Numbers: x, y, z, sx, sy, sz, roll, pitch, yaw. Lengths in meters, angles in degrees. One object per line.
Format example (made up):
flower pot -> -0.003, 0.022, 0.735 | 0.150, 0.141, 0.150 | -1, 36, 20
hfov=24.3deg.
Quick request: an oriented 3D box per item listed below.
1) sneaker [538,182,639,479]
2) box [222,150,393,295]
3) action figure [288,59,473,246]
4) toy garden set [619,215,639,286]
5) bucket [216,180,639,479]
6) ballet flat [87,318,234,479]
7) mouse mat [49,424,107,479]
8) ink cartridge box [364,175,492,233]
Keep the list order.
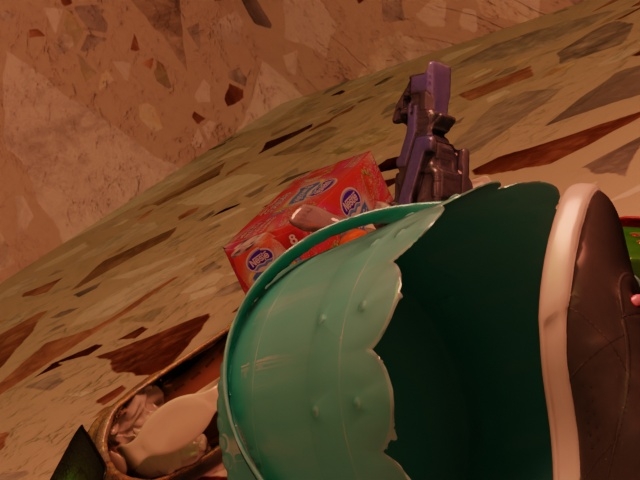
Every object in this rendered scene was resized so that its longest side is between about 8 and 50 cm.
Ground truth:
sneaker -> 0.206, 0.100, 0.838 | 0.146, 0.296, 0.104 | -9, -24, 22
box -> 0.000, 0.000, 1.850 | 0.122, 0.128, 0.257 | -19, 13, 28
action figure -> 0.104, 0.027, 1.301 | 0.178, 0.341, 0.330 | 9, -3, -35
toy garden set -> 0.332, 0.021, 1.106 | 0.244, 0.049, 0.204 | 4, 13, 1
bucket -> 0.078, 0.107, 0.971 | 0.183, 0.281, 0.281 | -18, 14, 46
ballet flat -> -0.079, 0.136, 1.455 | 0.348, 0.123, 0.123 | -33, 14, -12
mouse mat -> -0.246, 0.256, 1.376 | 0.153, 0.007, 0.189 | -62, 18, -3
ink cartridge box -> 0.141, -0.005, 1.676 | 0.143, 0.092, 0.090 | -27, 12, -14
